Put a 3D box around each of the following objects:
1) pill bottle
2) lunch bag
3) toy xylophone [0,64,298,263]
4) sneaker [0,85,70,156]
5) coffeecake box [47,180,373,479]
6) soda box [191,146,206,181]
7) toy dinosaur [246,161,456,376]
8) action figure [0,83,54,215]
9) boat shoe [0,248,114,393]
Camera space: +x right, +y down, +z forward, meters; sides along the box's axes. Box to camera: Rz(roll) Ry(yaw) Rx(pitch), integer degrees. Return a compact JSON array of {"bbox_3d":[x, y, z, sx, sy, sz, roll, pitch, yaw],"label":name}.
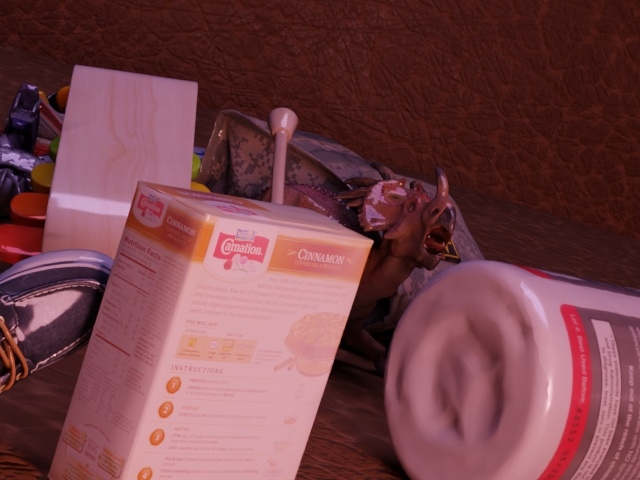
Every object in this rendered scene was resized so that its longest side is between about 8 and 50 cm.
[{"bbox_3d":[0.218,0.122,1.286,0.319,0.176,0.176,11,11,-37],"label":"pill bottle"},{"bbox_3d":[0.032,0.000,1.729,0.287,0.169,0.235,32,11,28],"label":"lunch bag"},{"bbox_3d":[-0.144,-0.052,1.501,0.236,0.081,0.322,12,35,0],"label":"toy xylophone"},{"bbox_3d":[-0.300,-0.142,2.168,0.088,0.092,0.225,24,10,36],"label":"sneaker"},{"bbox_3d":[-0.063,0.069,1.013,0.142,0.185,0.068,9,13,-47],"label":"coffeecake box"},{"bbox_3d":[-0.147,-0.073,2.108,0.069,0.073,0.216,26,12,41],"label":"soda box"},{"bbox_3d":[0.000,0.000,1.527,0.296,0.200,0.127,22,9,28],"label":"toy dinosaur"},{"bbox_3d":[-0.310,-0.083,1.776,0.185,0.099,0.285,26,12,-5],"label":"action figure"},{"bbox_3d":[-0.191,0.068,0.971,0.183,0.065,0.083,-23,24,-6],"label":"boat shoe"}]
